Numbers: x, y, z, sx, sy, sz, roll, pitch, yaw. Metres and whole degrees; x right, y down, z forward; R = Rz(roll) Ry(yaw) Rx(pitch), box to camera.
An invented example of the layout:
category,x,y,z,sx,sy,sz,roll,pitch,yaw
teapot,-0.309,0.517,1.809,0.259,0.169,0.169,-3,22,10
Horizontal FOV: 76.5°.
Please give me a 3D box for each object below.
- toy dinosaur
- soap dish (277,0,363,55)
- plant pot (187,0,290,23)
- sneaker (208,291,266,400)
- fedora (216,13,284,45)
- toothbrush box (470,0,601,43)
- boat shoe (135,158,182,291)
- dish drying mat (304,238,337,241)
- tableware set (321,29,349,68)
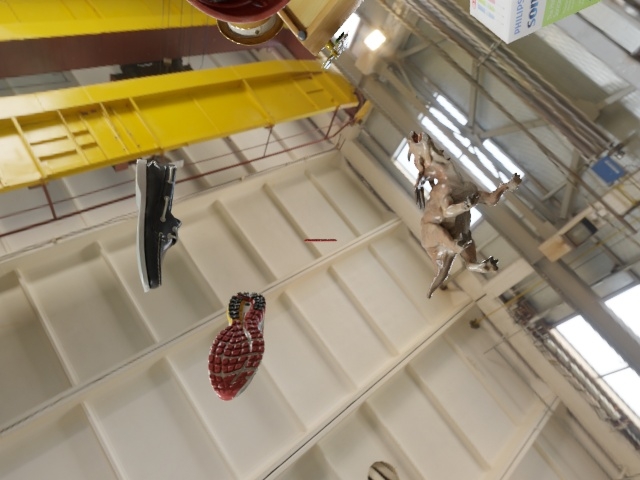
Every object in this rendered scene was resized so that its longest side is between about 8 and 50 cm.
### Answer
category,x,y,z,sx,sy,sz,roll,pitch,yaw
toy dinosaur,0.228,-0.045,0.753,0.127,0.200,0.295,8,-85,-31
soap dish,-0.005,-0.637,0.979,0.228,0.291,0.118,51,-140,-4
plant pot,-0.191,-0.530,0.675,0.273,0.272,0.265,-15,-142,-31
sneaker,-0.135,0.188,0.714,0.088,0.092,0.225,5,-152,1
fedora,-0.194,-0.631,1.112,0.195,0.079,0.194,-1,-106,2
toothbrush box,0.375,-0.459,0.584,0.284,0.206,0.122,-25,-127,3
boat shoe,-0.343,-0.040,0.868,0.091,0.114,0.302,-1,-108,-24
dish drying mat,0.000,0.000,1.067,0.084,0.032,0.008,-1,-95,-11
tableware set,0.033,-0.509,1.086,0.024,0.104,0.154,44,-170,-7
